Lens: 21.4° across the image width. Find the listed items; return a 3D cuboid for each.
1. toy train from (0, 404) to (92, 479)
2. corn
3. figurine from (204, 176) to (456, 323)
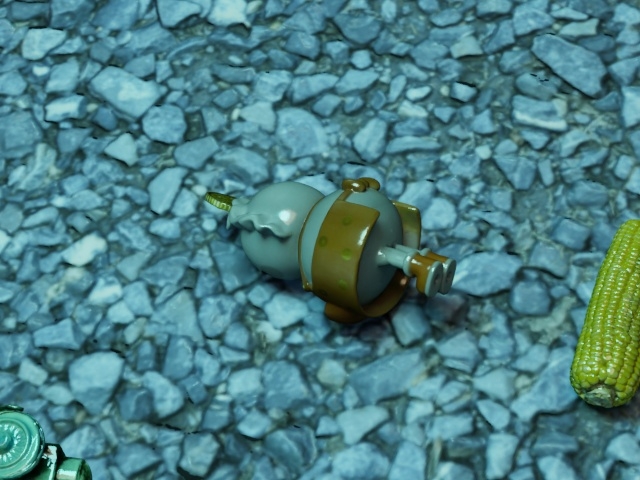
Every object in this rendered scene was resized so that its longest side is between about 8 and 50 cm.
[{"bbox_3d":[-0.364,0.254,1.552,0.298,0.120,0.194,3,62,8],"label":"toy train"},{"bbox_3d":[0.292,0.069,1.632,0.072,0.072,0.203,13,58,14],"label":"corn"},{"bbox_3d":[0.005,-0.008,1.673,0.271,0.143,0.143,34,66,23],"label":"figurine"}]
